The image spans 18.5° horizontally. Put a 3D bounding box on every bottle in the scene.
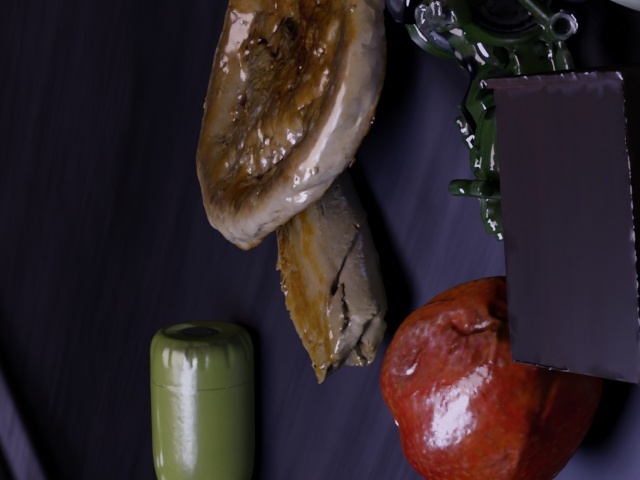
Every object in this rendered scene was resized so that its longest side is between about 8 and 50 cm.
[{"bbox_3d":[-0.126,0.222,2.120,0.112,0.112,0.260,24,118,61],"label":"bottle"}]

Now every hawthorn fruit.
[{"bbox_3d":[0.139,0.108,1.511,0.179,0.173,0.173,-53,43,20],"label":"hawthorn fruit"}]

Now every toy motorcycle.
[{"bbox_3d":[0.128,-0.117,1.475,0.205,0.127,0.275,-175,64,-80],"label":"toy motorcycle"}]

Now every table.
[{"bbox_3d":[0.221,-0.020,1.277,0.172,0.169,0.193,5,101,64],"label":"table"}]

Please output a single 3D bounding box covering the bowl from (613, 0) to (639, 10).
[{"bbox_3d":[0.204,-0.292,1.183,0.354,0.185,0.354,27,123,52],"label":"bowl"}]

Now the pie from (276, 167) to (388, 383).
[{"bbox_3d":[0.000,0.000,1.851,0.128,0.068,0.282,-59,37,41],"label":"pie"}]

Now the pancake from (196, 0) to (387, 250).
[{"bbox_3d":[-0.037,-0.161,1.853,0.356,0.065,0.356,-168,90,-68],"label":"pancake"}]

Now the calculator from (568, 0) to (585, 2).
[{"bbox_3d":[0.168,-0.265,1.476,0.210,0.039,0.121,53,140,47],"label":"calculator"}]
